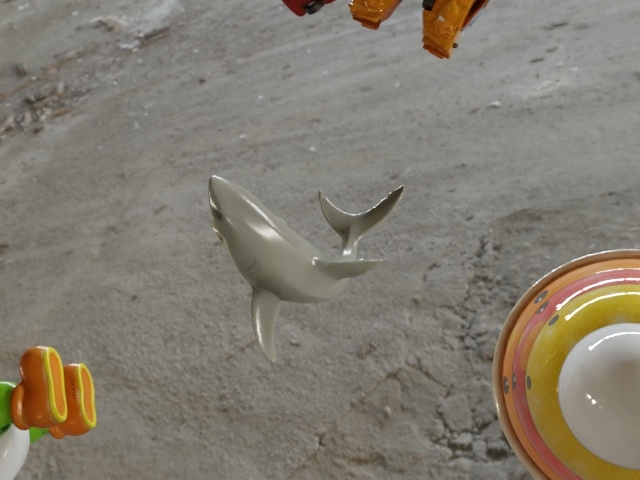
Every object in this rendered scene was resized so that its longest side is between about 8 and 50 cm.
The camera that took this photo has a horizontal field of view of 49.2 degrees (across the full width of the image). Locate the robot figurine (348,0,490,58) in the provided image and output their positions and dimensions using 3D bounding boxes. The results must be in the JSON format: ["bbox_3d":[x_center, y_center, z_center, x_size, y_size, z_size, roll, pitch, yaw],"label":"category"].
[{"bbox_3d":[0.160,-0.394,0.890,0.211,0.291,0.085,26,4,8],"label":"robot figurine"}]

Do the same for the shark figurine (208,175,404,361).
[{"bbox_3d":[0.015,0.016,0.677,0.116,0.166,0.278,-15,-5,29],"label":"shark figurine"}]

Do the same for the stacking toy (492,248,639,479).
[{"bbox_3d":[0.325,0.144,0.722,0.351,0.480,0.350,-5,76,22],"label":"stacking toy"}]

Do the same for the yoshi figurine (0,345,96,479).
[{"bbox_3d":[-0.500,0.224,0.922,0.362,0.203,0.203,-19,17,-2],"label":"yoshi figurine"}]

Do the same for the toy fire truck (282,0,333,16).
[{"bbox_3d":[0.059,-0.260,0.565,0.192,0.047,0.135,-9,39,44],"label":"toy fire truck"}]
